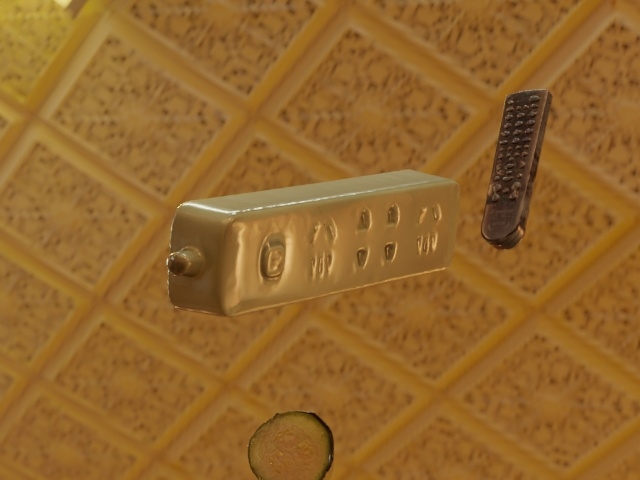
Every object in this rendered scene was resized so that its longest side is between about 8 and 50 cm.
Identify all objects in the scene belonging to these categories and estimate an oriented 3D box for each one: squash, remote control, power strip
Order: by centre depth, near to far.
[{"bbox_3d":[0.000,0.000,1.477,0.062,0.385,0.091,12,-78,33],"label":"power strip"},{"bbox_3d":[0.169,-0.061,1.508,0.043,0.152,0.027,-9,-31,42],"label":"remote control"},{"bbox_3d":[-0.026,0.249,1.944,0.095,0.095,0.188,17,-13,7],"label":"squash"}]
